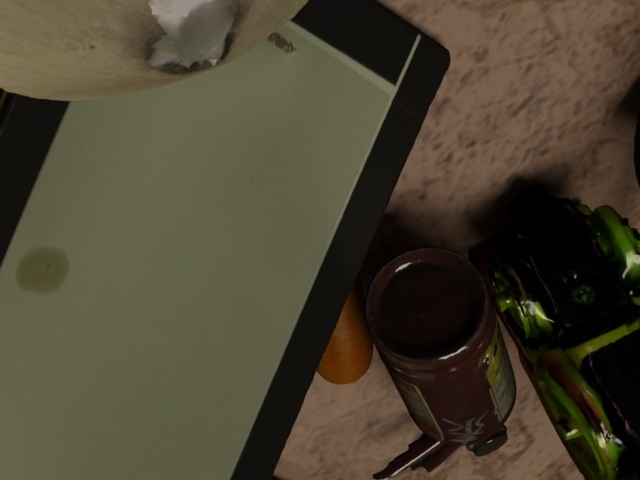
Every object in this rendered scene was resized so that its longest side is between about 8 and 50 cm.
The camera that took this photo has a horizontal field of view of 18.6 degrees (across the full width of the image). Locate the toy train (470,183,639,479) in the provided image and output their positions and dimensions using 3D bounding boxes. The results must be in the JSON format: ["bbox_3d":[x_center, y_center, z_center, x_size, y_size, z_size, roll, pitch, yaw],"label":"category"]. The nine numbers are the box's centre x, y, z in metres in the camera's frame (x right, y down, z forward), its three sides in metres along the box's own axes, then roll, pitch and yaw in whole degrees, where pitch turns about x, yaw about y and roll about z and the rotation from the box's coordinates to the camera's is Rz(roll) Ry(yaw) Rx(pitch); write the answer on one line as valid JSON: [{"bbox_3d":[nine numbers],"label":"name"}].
[{"bbox_3d":[0.190,0.105,1.177,0.100,0.296,0.160,-26,154,-4],"label":"toy train"}]

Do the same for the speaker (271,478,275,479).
[{"bbox_3d":[0.000,0.308,1.333,0.183,0.184,0.406,-45,137,15],"label":"speaker"}]

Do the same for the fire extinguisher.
[{"bbox_3d":[0.068,0.087,1.237,0.106,0.075,0.252,-11,156,7],"label":"fire extinguisher"}]

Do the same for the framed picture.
[{"bbox_3d":[-0.077,0.009,0.995,0.265,0.016,0.347,26,86,-44],"label":"framed picture"}]

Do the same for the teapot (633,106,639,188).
[{"bbox_3d":[0.326,-0.015,1.213,0.270,0.200,0.337,-37,139,29],"label":"teapot"}]

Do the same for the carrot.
[{"bbox_3d":[0.000,0.000,1.139,0.043,0.043,0.248,-22,136,-11],"label":"carrot"}]

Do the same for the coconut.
[{"bbox_3d":[-0.087,-0.157,0.791,0.202,0.222,0.202,-19,143,-15],"label":"coconut"}]
